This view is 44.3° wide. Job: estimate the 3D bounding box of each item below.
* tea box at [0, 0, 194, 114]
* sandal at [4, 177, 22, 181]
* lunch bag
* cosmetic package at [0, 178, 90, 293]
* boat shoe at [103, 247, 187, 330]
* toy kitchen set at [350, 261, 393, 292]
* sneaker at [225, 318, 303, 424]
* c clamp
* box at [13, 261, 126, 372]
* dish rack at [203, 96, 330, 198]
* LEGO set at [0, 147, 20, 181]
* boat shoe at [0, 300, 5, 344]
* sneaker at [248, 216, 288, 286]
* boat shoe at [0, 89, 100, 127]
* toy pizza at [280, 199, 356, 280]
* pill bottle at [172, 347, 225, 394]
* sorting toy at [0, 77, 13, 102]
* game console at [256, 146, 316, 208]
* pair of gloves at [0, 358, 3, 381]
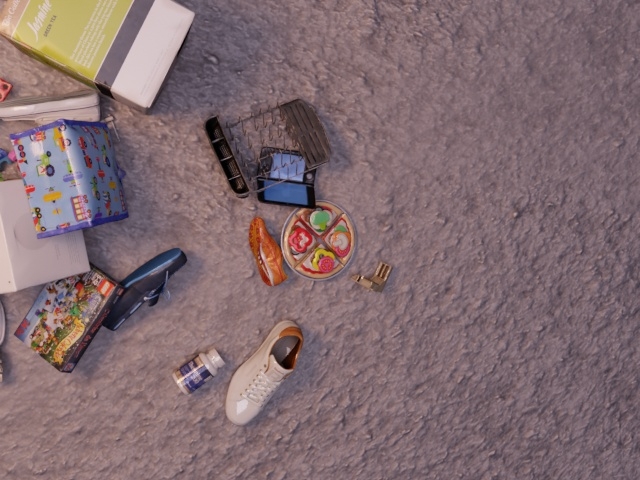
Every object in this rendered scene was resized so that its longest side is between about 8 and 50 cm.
[{"bbox_3d":[-0.460,-0.435,1.654,0.323,0.329,0.220,27,89,-13],"label":"tea box"},{"bbox_3d":[-0.746,-0.065,1.751,0.240,0.079,0.088,-43,115,-39],"label":"sandal"},{"bbox_3d":[-0.500,-0.141,1.699,0.138,0.293,0.221,-12,95,17],"label":"lunch bag"},{"bbox_3d":[-0.632,-0.015,1.669,0.138,0.225,0.224,-8,95,27],"label":"cosmetic package"},{"bbox_3d":[-0.413,0.114,1.848,0.258,0.109,0.089,-34,109,9],"label":"boat shoe"},{"bbox_3d":[0.125,0.081,1.975,0.068,0.083,0.075,25,89,27],"label":"toy kitchen set"},{"bbox_3d":[-0.138,0.328,1.909,0.106,0.123,0.290,30,89,-16],"label":"sneaker"},{"bbox_3d":[-0.556,-0.275,1.805,0.161,0.022,0.137,-16,99,-11],"label":"c clamp"},{"bbox_3d":[-0.571,0.161,1.792,0.159,0.044,0.233,31,87,20],"label":"box"},{"bbox_3d":[-0.117,-0.228,1.852,0.271,0.074,0.208,-22,79,-10],"label":"dish rack"},{"bbox_3d":[-0.740,-0.161,1.703,0.227,0.087,0.093,-39,144,-29],"label":"LEGO set"},{"bbox_3d":[-0.779,0.119,1.753,0.098,0.096,0.277,-15,99,-12],"label":"boat shoe"},{"bbox_3d":[-0.128,0.024,1.921,0.067,0.064,0.175,-23,105,-32],"label":"sneaker"},{"bbox_3d":[-0.600,-0.278,1.741,0.226,0.083,0.075,-9,118,-14],"label":"boat shoe"},{"bbox_3d":[0.000,0.000,1.937,0.201,0.032,0.201,-1,93,-22],"label":"toy pizza"},{"bbox_3d":[-0.292,0.313,1.899,0.120,0.067,0.067,-35,102,-8],"label":"pill bottle"},{"bbox_3d":[-0.794,-0.271,1.738,0.132,0.046,0.274,30,89,-14],"label":"sorting toy"},{"bbox_3d":[-0.076,-0.151,1.891,0.144,0.085,0.124,7,106,-14],"label":"game console"},{"bbox_3d":[-0.818,0.224,1.731,0.204,0.042,0.240,-4,117,-4],"label":"pair of gloves"}]
